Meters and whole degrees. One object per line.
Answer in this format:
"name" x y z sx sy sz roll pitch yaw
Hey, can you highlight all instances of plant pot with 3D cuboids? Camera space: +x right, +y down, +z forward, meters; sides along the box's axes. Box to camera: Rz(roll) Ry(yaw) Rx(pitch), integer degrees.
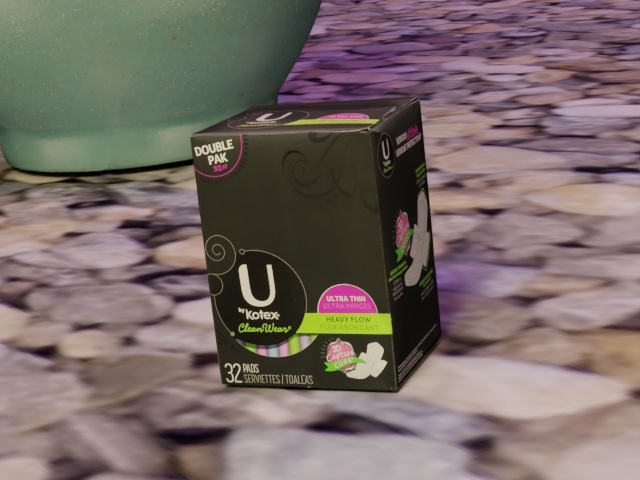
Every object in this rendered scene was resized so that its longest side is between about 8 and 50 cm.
"plant pot" -0.122 -0.152 0.898 0.293 0.196 0.293 -7 14 2

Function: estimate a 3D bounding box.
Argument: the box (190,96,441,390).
"box" 0.000 0.000 0.465 0.062 0.083 0.052 0 15 21
